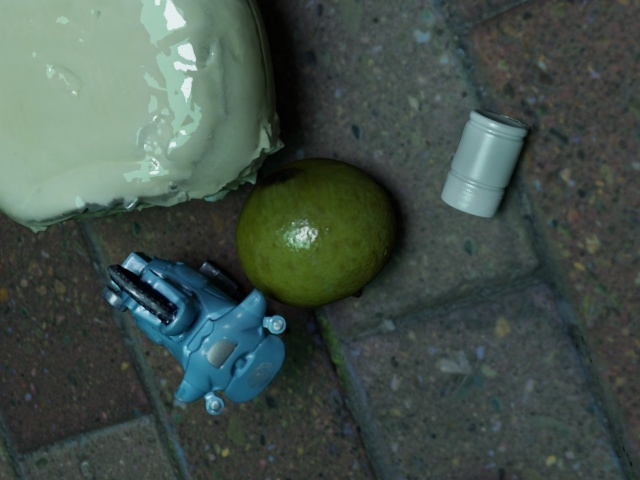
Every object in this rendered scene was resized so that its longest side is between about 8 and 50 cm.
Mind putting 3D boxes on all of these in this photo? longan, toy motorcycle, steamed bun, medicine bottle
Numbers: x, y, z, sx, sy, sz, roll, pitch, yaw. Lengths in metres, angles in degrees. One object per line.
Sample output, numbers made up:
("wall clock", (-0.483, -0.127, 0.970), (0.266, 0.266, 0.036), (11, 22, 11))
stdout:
("longan", (0.000, 0.000, 0.950), (0.154, 0.176, 0.145), (4, 58, 42))
("toy motorcycle", (-0.121, 0.076, 0.955), (0.182, 0.272, 0.124), (38, 88, -4))
("steamed bun", (-0.190, -0.175, 0.947), (0.333, 0.233, 0.312), (-2, 97, 22))
("medicine bottle", (0.152, -0.072, 0.900), (0.057, 0.057, 0.089), (24, 108, 20))
